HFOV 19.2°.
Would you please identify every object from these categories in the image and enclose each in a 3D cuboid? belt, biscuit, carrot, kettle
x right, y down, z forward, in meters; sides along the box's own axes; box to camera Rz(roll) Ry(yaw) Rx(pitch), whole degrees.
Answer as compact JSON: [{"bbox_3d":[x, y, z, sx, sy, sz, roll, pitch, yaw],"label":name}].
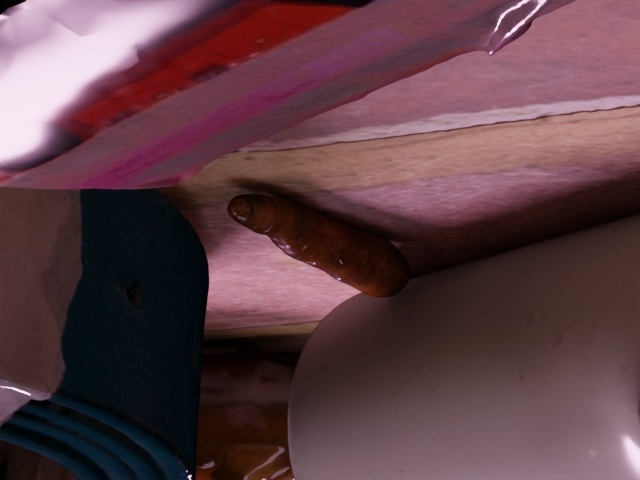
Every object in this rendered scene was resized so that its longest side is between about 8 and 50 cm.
[{"bbox_3d":[-0.217,0.062,1.080,0.300,0.173,0.436,-1,163,4],"label":"belt"},{"bbox_3d":[-0.122,0.155,1.471,0.366,0.115,0.268,-3,162,-4],"label":"biscuit"},{"bbox_3d":[-0.001,0.000,1.093,0.035,0.036,0.165,-11,157,37],"label":"carrot"},{"bbox_3d":[0.175,0.099,1.124,0.265,0.205,0.318,16,156,-34],"label":"kettle"}]

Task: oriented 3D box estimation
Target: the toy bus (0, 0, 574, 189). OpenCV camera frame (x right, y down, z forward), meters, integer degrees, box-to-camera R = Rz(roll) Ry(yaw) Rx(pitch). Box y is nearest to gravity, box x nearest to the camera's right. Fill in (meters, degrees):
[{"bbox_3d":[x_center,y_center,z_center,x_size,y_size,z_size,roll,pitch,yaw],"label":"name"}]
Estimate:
[{"bbox_3d":[-0.025,-0.107,0.565,0.147,0.128,0.302,9,162,-40],"label":"toy bus"}]
